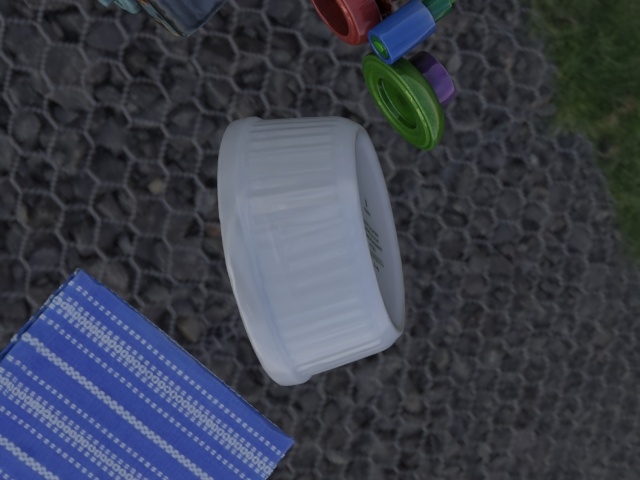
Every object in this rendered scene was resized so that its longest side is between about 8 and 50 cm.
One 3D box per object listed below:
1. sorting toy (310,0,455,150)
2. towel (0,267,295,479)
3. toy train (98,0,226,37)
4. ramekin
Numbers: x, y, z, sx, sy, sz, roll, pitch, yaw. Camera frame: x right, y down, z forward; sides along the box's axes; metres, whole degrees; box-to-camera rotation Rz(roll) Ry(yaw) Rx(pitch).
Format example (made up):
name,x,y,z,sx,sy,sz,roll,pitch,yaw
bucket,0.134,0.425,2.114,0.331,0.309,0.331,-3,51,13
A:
name,x,y,z,sx,sy,sz,roll,pitch,yaw
sorting toy,0.036,-0.092,0.540,0.042,0.061,0.102,-36,98,-11
towel,-0.205,0.219,0.944,0.243,0.040,0.336,43,79,-20
toy train,-0.216,-0.347,1.240,0.142,0.190,0.334,-46,122,-5
ramekin,0.000,0.000,1.212,0.127,0.273,0.273,-12,130,11
